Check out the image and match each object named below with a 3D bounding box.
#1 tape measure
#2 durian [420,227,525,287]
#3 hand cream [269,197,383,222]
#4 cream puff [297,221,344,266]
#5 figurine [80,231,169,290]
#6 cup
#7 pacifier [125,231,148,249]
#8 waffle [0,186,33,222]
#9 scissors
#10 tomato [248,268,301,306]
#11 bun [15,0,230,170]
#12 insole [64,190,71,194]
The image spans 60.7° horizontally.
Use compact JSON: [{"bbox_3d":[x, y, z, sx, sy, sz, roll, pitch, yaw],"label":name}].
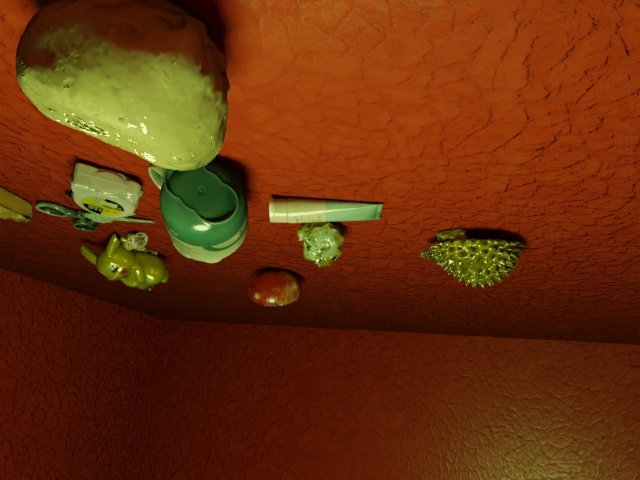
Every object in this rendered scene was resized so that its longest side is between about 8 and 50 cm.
[{"bbox_3d":[-0.609,-0.142,1.544,0.196,0.105,0.178,17,153,-29],"label":"tape measure"},{"bbox_3d":[0.443,0.036,1.602,0.306,0.166,0.172,-3,129,16],"label":"durian"},{"bbox_3d":[0.015,-0.086,1.527,0.312,0.070,0.111,0,160,0],"label":"hand cream"},{"bbox_3d":[-0.001,0.000,1.692,0.156,0.121,0.156,46,159,24],"label":"cream puff"},{"bbox_3d":[-0.774,0.090,2.212,0.218,0.169,0.327,-27,146,35],"label":"figurine"},{"bbox_3d":[-0.319,-0.099,1.402,0.290,0.219,0.257,40,162,6],"label":"cup"},{"bbox_3d":[-0.701,-0.007,2.065,0.078,0.081,0.099,36,-160,28],"label":"pacifier"},{"bbox_3d":[-1.159,-0.152,1.776,0.304,0.077,0.348,2,161,14],"label":"waffle"},{"bbox_3d":[-0.764,-0.079,1.907,0.383,0.029,0.256,1,161,18],"label":"scissors"},{"bbox_3d":[-0.187,0.186,2.295,0.200,0.139,0.233,7,-162,25],"label":"tomato"},{"bbox_3d":[-0.298,-0.255,0.868,0.326,0.234,0.362,18,176,-11],"label":"bun"},{"bbox_3d":[-0.729,-0.131,1.768,0.188,0.004,0.064,17,160,-25],"label":"insole"}]
